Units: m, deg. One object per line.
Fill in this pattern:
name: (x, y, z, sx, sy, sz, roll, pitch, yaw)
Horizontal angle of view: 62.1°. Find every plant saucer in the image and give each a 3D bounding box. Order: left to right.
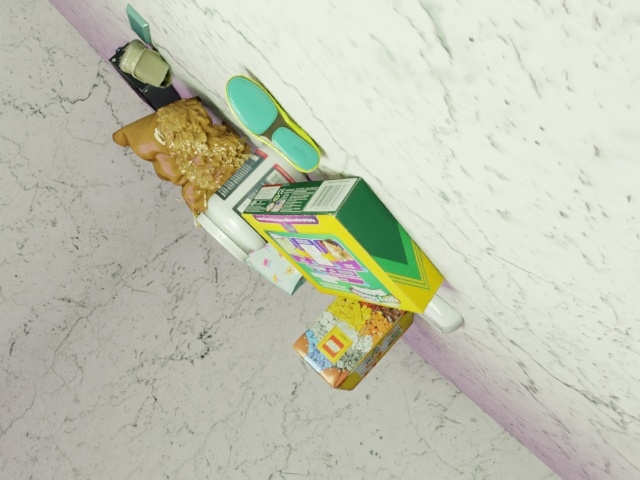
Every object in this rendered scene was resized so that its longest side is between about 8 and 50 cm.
plant saucer: (-0.478, -0.563, 1.399, 0.067, 0.018, 0.192, 45, 175, -16)
plant saucer: (-0.281, -0.340, 1.675, 0.083, 0.013, 0.083, 42, 173, 6)

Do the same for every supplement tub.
supplement tub: (-0.170, -0.097, 1.394, 0.191, 0.272, 0.191, 43, 174, 5)

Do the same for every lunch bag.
lunch bag: (-0.101, 0.021, 1.738, 0.223, 0.262, 0.160, 36, 179, 11)

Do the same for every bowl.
bowl: (0.295, 0.183, 1.367, 0.142, 0.053, 0.142, 40, 172, 22)

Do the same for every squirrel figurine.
squirrel figurine: (-0.381, -0.228, 1.610, 0.397, 0.281, 0.370, 1, 119, 56)

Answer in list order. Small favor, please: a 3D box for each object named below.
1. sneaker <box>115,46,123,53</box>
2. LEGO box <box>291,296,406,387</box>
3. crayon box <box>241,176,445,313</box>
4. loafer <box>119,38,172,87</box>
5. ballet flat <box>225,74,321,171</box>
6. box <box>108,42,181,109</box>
sneaker: (-0.753, -0.700, 2.033, 0.162, 0.063, 0.073, 36, 167, 50)
LEGO box: (0.137, 0.327, 1.872, 0.193, 0.372, 0.500, 42, 173, 18)
crayon box: (0.039, 0.010, 1.172, 0.313, 0.106, 0.363, 46, 157, -29)
loafer: (-0.495, -0.507, 1.545, 0.092, 0.102, 0.268, 27, -171, -3)
ballet flat: (-0.091, -0.220, 1.017, 0.231, 0.077, 0.077, 43, -169, -17)
box: (-0.615, -0.558, 1.920, 0.184, 0.103, 0.261, 45, 174, 13)
